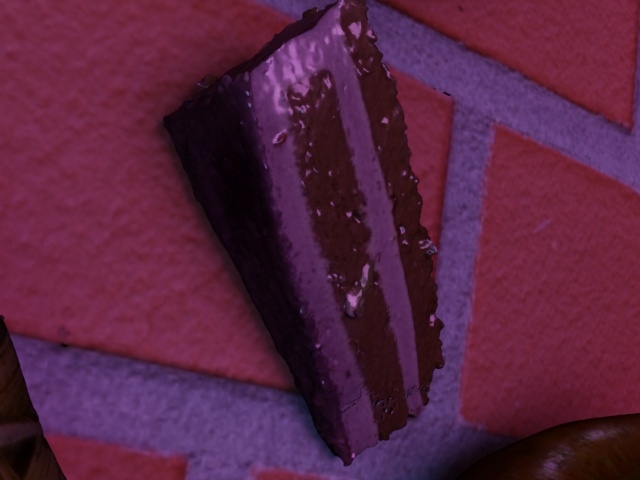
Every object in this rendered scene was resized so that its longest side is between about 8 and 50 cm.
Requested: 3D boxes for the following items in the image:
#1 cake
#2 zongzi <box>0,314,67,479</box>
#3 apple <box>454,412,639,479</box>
[{"bbox_3d":[0.000,0.000,0.667,0.116,0.112,0.295,-36,120,-31],"label":"cake"},{"bbox_3d":[-0.209,0.145,0.399,0.286,0.134,0.288,-28,88,-34],"label":"zongzi"},{"bbox_3d":[0.229,0.294,0.683,0.383,0.374,0.375,-12,94,-11],"label":"apple"}]
